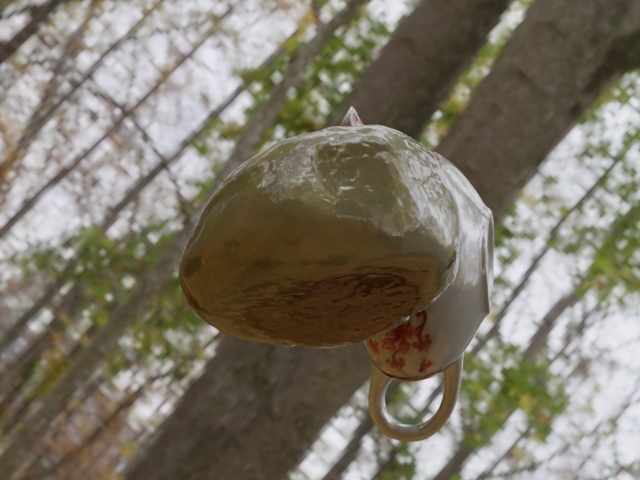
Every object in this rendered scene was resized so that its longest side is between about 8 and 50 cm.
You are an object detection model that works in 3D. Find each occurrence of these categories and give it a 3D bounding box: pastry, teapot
[{"bbox_3d":[0.000,0.000,0.790,0.156,0.156,0.092,71,1,-64],"label":"pastry"},{"bbox_3d":[0.067,0.029,1.020,0.159,0.116,0.246,-102,-168,-77],"label":"teapot"}]
